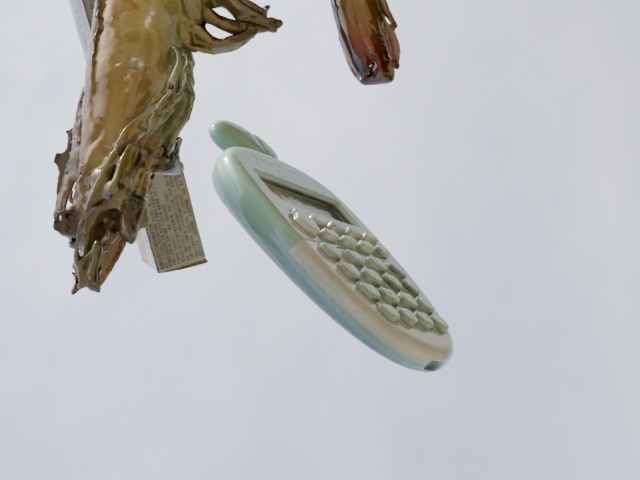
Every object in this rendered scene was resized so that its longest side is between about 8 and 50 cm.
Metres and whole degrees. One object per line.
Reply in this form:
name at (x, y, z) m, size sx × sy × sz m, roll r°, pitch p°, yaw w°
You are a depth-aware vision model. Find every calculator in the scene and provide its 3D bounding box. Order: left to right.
calculator at (0.000, 0.000, 0.791) m, size 0.295 × 0.042 × 0.184 m, roll 49°, pitch -163°, yaw 30°

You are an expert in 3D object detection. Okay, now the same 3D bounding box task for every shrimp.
shrimp at (-0.033, -0.057, 0.363) m, size 0.124 × 0.034 × 0.178 m, roll 7°, pitch -113°, yaw 3°

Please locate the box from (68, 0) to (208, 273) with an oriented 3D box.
box at (-0.131, -0.085, 0.674) m, size 0.039 × 0.055 × 0.218 m, roll -19°, pitch -71°, yaw -21°
